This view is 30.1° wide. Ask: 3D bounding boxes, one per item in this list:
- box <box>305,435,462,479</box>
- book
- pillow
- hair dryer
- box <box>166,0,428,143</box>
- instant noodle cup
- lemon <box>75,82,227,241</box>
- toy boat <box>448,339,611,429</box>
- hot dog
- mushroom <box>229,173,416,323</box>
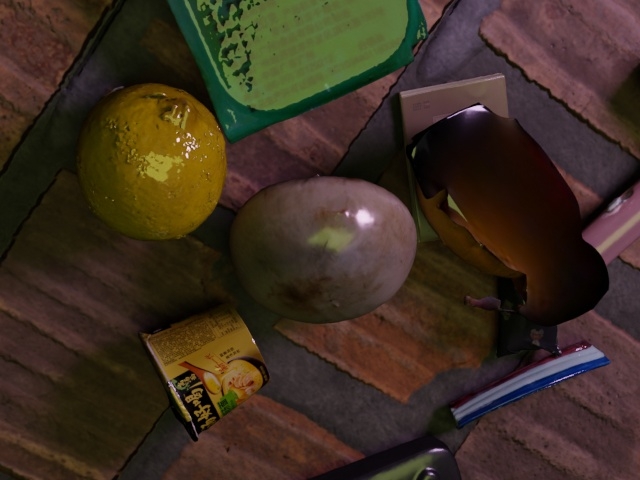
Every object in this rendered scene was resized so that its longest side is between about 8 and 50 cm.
[{"bbox_3d":[0.082,0.434,1.640,0.288,0.073,0.290,-19,112,-6],"label":"box"},{"bbox_3d":[0.176,-0.103,1.505,0.138,0.016,0.199,-12,111,-8],"label":"book"},{"bbox_3d":[0.276,0.085,1.577,0.090,0.048,0.150,-9,107,-19],"label":"pillow"},{"bbox_3d":[0.432,-0.088,1.515,0.352,0.125,0.210,-43,111,7],"label":"hair dryer"},{"bbox_3d":[-0.054,-0.315,1.333,0.264,0.106,0.337,-25,112,-4],"label":"box"},{"bbox_3d":[-0.140,0.152,1.463,0.122,0.151,0.151,-29,113,-14],"label":"instant noodle cup"},{"bbox_3d":[-0.188,-0.090,1.338,0.173,0.174,0.206,12,137,-16],"label":"lemon"},{"bbox_3d":[0.282,0.194,1.610,0.228,0.080,0.046,-25,78,-3],"label":"toy boat"},{"bbox_3d":[0.208,-0.028,1.468,0.194,0.107,0.326,-33,113,-14],"label":"hot dog"},{"bbox_3d":[0.000,0.000,1.422,0.226,0.178,0.226,-9,151,-5],"label":"mushroom"}]
